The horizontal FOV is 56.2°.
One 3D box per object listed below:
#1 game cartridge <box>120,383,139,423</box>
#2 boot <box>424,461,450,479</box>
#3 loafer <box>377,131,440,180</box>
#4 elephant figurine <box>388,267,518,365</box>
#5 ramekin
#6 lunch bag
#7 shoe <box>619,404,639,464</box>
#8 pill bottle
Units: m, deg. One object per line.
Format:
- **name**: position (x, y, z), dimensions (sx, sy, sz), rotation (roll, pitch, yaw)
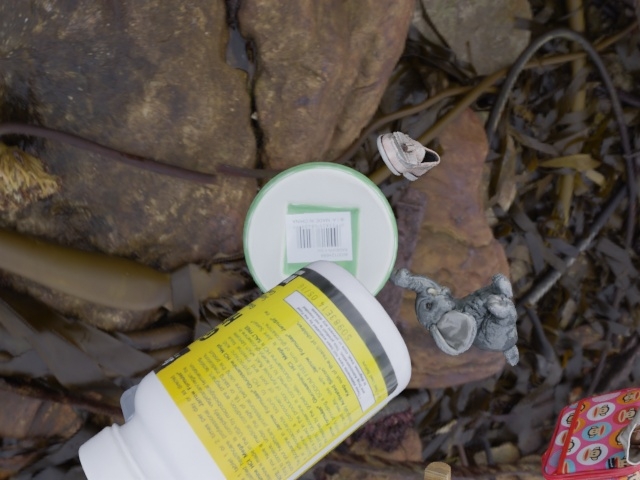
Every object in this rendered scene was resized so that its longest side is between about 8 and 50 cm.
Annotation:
- **game cartridge**: position (-0.184, 0.244, 1.019), dimensions (0.297, 0.198, 0.062), rotation (-18, 92, -21)
- **boot**: position (0.198, 0.604, 1.221), dimensions (0.295, 0.104, 0.211), rotation (-8, 102, -55)
- **loafer**: position (0.093, -0.091, 0.623), dimensions (0.039, 0.125, 0.045), rotation (-22, 80, 20)
- **elephant figurine**: position (0.273, 0.155, 1.240), dimensions (0.240, 0.186, 0.169), rotation (-9, 145, 8)
- **ramekin**: position (0.000, 0.000, 1.106), dimensions (0.304, 0.148, 0.303), rotation (0, 92, 0)
- **lunch bag**: position (0.610, 0.457, 1.313), dimensions (0.120, 0.258, 0.293), rotation (59, 39, -4)
- **shoe**: position (0.603, 0.338, 1.084), dimensions (0.058, 0.077, 0.219), rotation (-55, 157, -37)
- **pill bottle**: position (-0.079, 0.182, 0.667), dimensions (0.334, 0.188, 0.188), rotation (-34, 118, -20)
